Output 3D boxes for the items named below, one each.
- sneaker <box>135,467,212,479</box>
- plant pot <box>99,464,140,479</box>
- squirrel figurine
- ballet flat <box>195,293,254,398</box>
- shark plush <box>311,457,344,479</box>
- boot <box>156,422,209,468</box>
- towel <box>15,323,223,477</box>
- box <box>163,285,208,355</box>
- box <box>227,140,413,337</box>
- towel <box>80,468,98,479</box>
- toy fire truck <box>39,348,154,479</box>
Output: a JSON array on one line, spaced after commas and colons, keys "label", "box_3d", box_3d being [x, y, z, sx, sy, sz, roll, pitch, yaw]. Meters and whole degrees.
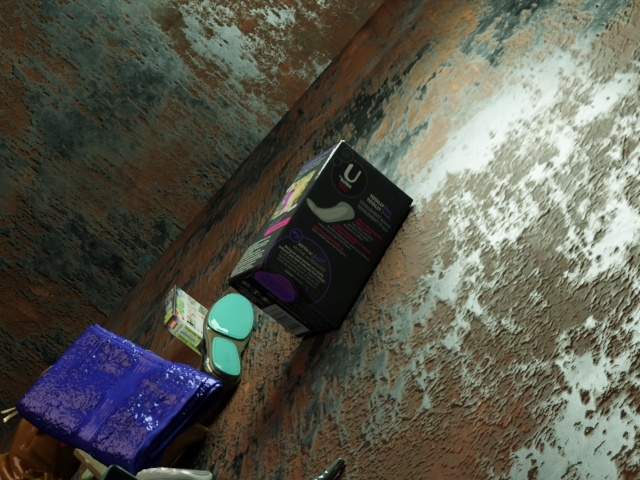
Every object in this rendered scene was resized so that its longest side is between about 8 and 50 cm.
[{"label": "sneaker", "box_3d": [-0.261, 0.431, 1.742, 0.281, 0.105, 0.115, -34, 55, 38]}, {"label": "plant pot", "box_3d": [-0.306, 0.468, 1.613, 0.234, 0.166, 0.165, -47, 12, 50]}, {"label": "squirrel figurine", "box_3d": [-0.551, 0.496, 2.123, 0.370, 0.281, 0.397, -50, 30, 0]}, {"label": "ballet flat", "box_3d": [-0.188, 0.200, 2.058, 0.096, 0.095, 0.280, -58, 10, 25]}, {"label": "shark plush", "box_3d": [-0.016, 0.329, 1.326, 0.067, 0.073, 0.161, -3, 25, 46]}, {"label": "boot", "box_3d": [-0.274, 0.386, 1.913, 0.197, 0.073, 0.152, -24, 40, 45]}, {"label": "towel", "box_3d": [-0.348, 0.263, 1.899, 0.308, 0.076, 0.227, 18, 49, 34]}, {"label": "box", "box_3d": [-0.275, 0.169, 2.351, 0.036, 0.114, 0.207, -49, 14, 7]}, {"label": "box", "box_3d": [0.000, 0.000, 1.819, 0.270, 0.165, 0.143, -57, 15, -25]}, {"label": "towel", "box_3d": [-0.368, 0.392, 2.236, 0.248, 0.038, 0.325, -57, 14, -25]}, {"label": "toy fire truck", "box_3d": [-0.390, 0.333, 2.069, 0.158, 0.217, 0.246, -32, 64, 53]}]
